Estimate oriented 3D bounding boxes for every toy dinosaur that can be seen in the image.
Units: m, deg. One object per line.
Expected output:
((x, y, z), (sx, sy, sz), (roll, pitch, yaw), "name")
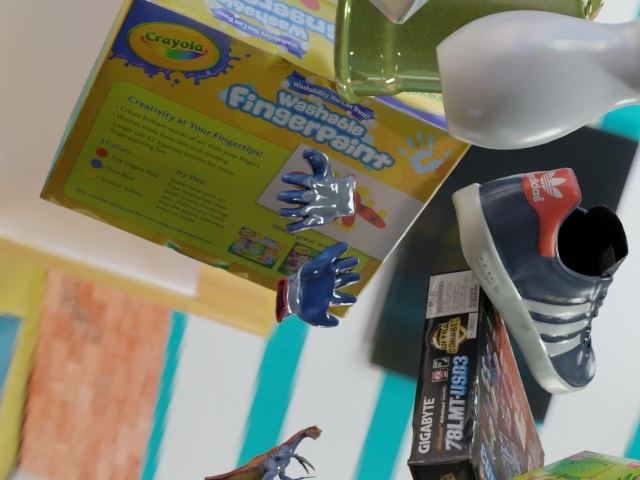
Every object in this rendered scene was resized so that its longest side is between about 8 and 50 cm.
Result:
((-0.034, 0.173, 1.220), (0.047, 0.090, 0.082), (-46, -163, 47), "toy dinosaur")

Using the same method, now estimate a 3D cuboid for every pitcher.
((0.214, -0.158, 1.427), (0.178, 0.207, 0.125), (-82, 163, -77), "pitcher")

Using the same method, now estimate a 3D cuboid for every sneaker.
((0.265, 0.047, 1.618), (0.350, 0.148, 0.131), (51, 24, -50), "sneaker")

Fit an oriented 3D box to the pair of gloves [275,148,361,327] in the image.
((0.000, 0.000, 1.642), (0.159, 0.023, 0.198), (-9, 104, -59), "pair of gloves")

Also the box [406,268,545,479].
((0.168, 0.229, 1.590), (0.293, 0.073, 0.295), (-75, 151, -51), "box")

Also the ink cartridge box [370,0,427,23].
((0.076, -0.287, 1.022), (0.237, 0.172, 0.100), (-45, 176, -28), "ink cartridge box")

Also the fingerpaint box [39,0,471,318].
((-0.081, -0.140, 1.961), (0.163, 0.444, 0.371), (-82, -161, -46), "fingerpaint box")

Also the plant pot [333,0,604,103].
((0.173, -0.261, 1.648), (0.276, 0.253, 0.276), (11, 90, -78), "plant pot")

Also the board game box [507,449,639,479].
((0.201, 0.238, 1.364), (0.092, 0.181, 0.043), (2, -76, 60), "board game box")

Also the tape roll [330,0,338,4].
((0.073, -0.421, 2.131), (0.286, 0.286, 0.100), (95, -2, -62), "tape roll")
